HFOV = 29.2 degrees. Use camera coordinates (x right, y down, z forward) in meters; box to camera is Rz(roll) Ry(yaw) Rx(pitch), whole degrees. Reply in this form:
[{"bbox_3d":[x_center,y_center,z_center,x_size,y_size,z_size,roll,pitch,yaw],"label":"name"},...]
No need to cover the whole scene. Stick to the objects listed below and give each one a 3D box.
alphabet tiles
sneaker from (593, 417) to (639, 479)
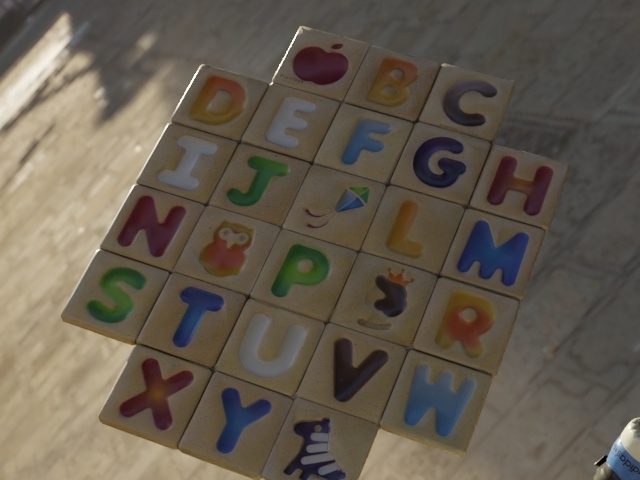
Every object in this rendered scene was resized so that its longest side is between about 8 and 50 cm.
[{"bbox_3d":[0.000,0.000,0.838,0.011,0.285,0.343,81,-150,-58],"label":"alphabet tiles"},{"bbox_3d":[0.282,0.186,1.019,0.058,0.152,0.085,49,122,33],"label":"sneaker"}]
